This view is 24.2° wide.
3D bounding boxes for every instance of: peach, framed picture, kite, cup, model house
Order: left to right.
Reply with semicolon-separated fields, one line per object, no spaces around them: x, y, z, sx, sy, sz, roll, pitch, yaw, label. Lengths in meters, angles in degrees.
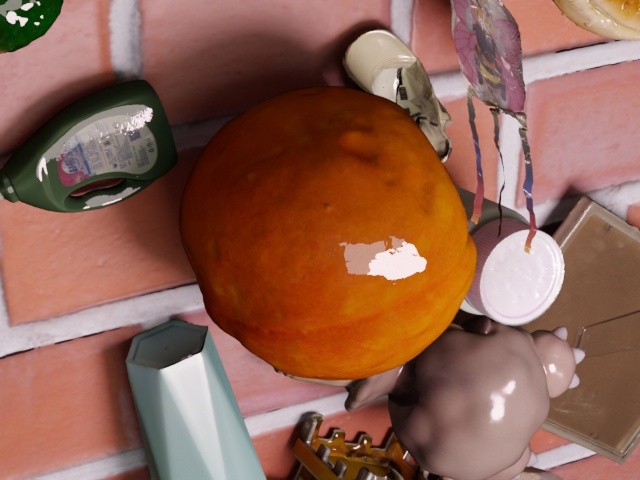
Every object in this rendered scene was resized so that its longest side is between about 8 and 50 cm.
-0.162;0.225;1.850;0.134;0.148;0.235;-26;122;-19;cup
0.000;0.000;1.692;0.302;0.343;0.342;-26;127;-6;peach
0.051;0.374;2.007;0.198;0.224;0.215;18;101;-35;model house
0.204;-0.163;1.740;0.022;0.360;0.204;-18;152;31;kite
0.413;0.143;2.173;0.446;0.028;0.326;28;101;-43;framed picture

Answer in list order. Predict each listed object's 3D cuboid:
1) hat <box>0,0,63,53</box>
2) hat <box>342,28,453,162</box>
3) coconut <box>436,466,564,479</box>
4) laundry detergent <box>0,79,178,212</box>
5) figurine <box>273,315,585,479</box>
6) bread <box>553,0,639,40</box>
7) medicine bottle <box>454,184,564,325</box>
-0.411;-0.167;1.403;0.400;0.285;0.285;-42;129;-6;hat
0.085;-0.168;1.785;0.166;0.081;0.122;35;55;-32;hat
0.243;0.453;2.115;0.297;0.297;0.309;17;114;-36;coconut
-0.266;-0.086;1.656;0.211;0.063;0.137;-27;133;-14;laundry detergent
0.135;0.177;1.919;0.381;0.203;0.248;19;110;-10;figurine
0.383;-0.393;1.789;0.306;0.159;0.305;-12;121;-20;bread
0.189;0.015;1.861;0.139;0.225;0.139;-8;109;-26;medicine bottle
